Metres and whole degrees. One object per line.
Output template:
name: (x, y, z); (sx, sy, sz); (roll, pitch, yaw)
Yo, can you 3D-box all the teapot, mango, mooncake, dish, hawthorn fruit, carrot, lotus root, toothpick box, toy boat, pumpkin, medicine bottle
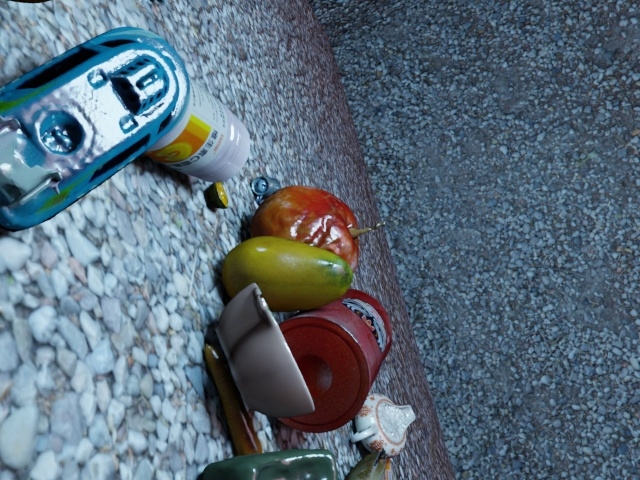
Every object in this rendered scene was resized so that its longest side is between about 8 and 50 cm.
teapot: (0.145, 0.468, 1.444); (0.245, 0.116, 0.159); (-6, 78, -62)
mango: (-0.058, 0.062, 0.991); (0.151, 0.221, 0.120); (117, -22, -63)
mooncake: (-0.061, 0.322, 0.737); (0.168, 0.175, 0.104); (103, -23, -64)
dish: (-0.094, 0.174, 0.855); (0.213, 0.090, 0.213); (62, -10, 19)
hawthorn fruit: (0.000, 0.000, 1.164); (0.242, 0.271, 0.242); (-11, 90, -83)
carrot: (-0.129, 0.238, 0.844); (0.037, 0.037, 0.190); (-22, 93, -76)
lotus root: (0.090, 0.538, 1.244); (0.329, 0.078, 0.167); (20, 76, -75)
toothpick box: (0.022, 0.214, 1.116); (0.333, 0.204, 0.204); (-12, 84, -75)
toy boat: (-0.225, -0.133, 0.597); (0.299, 0.092, 0.134); (-53, 125, -41)
teapot: (-0.127, -0.115, 1.307); (0.049, 0.063, 0.083); (42, 11, 13)
pumpkin: (-0.187, -0.081, 1.044); (0.083, 0.028, 0.050); (-91, 158, -74)
medicine bottle: (-0.211, -0.174, 0.861); (0.249, 0.133, 0.133); (27, 47, -72)

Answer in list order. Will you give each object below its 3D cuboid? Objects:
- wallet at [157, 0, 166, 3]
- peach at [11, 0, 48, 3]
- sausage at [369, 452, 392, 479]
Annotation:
wallet: (-0.329, -0.499, 1.041); (0.129, 0.026, 0.088); (46, 25, -59)
peach: (-0.261, -0.384, 0.510); (0.343, 0.343, 0.302); (-88, 153, -55)
sausage: (0.154, 0.562, 1.484); (0.348, 0.053, 0.053); (-89, 157, -53)
